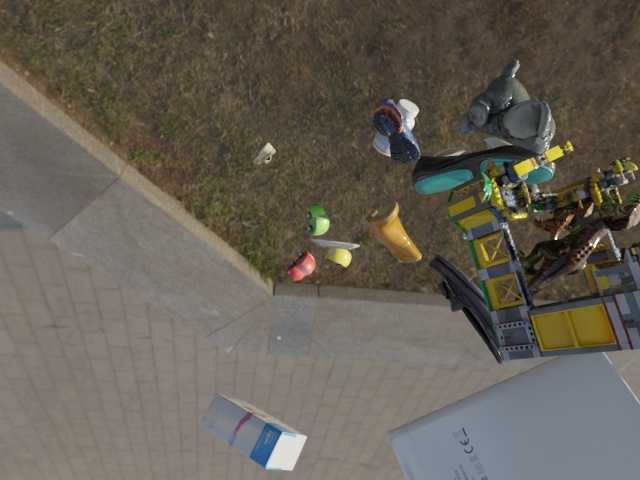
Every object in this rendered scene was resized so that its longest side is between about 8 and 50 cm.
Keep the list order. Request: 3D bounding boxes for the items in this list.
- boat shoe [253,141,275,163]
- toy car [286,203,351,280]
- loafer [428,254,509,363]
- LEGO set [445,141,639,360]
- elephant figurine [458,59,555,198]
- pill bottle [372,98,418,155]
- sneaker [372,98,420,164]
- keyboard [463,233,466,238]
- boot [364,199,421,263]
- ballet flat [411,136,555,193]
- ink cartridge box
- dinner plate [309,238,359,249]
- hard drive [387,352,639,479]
[{"bbox_3d":[-0.183,-0.275,1.417,0.045,0.050,0.135,36,160,-11],"label":"boat shoe"},{"bbox_3d":[0.000,0.000,1.347,0.239,0.053,0.224,-13,103,-31],"label":"toy car"},{"bbox_3d":[0.367,0.165,1.055,0.095,0.302,0.109,-45,162,4],"label":"loafer"},{"bbox_3d":[0.324,0.002,0.475,0.331,0.254,0.192,6,160,-31],"label":"LEGO set"},{"bbox_3d":[0.455,-0.247,0.979,0.169,0.239,0.186,-37,156,-28],"label":"elephant figurine"},{"bbox_3d":[0.231,-0.344,1.322,0.087,0.087,0.160,15,133,-16],"label":"pill bottle"},{"bbox_3d":[0.217,-0.294,1.178,0.083,0.087,0.221,-8,139,29],"label":"sneaker"},{"bbox_3d":[0.431,-0.109,1.139,0.072,0.014,0.256,6,126,13],"label":"keyboard"},{"bbox_3d":[0.255,-0.017,1.400,0.104,0.295,0.211,-45,93,-6],"label":"boot"},{"bbox_3d":[0.326,-0.163,0.896,0.281,0.096,0.095,-2,151,26],"label":"ballet flat"},{"bbox_3d":[-0.095,0.271,0.615,0.123,0.052,0.088,16,160,28],"label":"ink cartridge box"},{"bbox_3d":[0.039,0.011,1.200,0.141,0.141,0.017,8,86,-10],"label":"dinner plate"},{"bbox_3d":[0.308,0.331,0.640,0.353,0.233,0.047,-27,151,7],"label":"hard drive"}]
